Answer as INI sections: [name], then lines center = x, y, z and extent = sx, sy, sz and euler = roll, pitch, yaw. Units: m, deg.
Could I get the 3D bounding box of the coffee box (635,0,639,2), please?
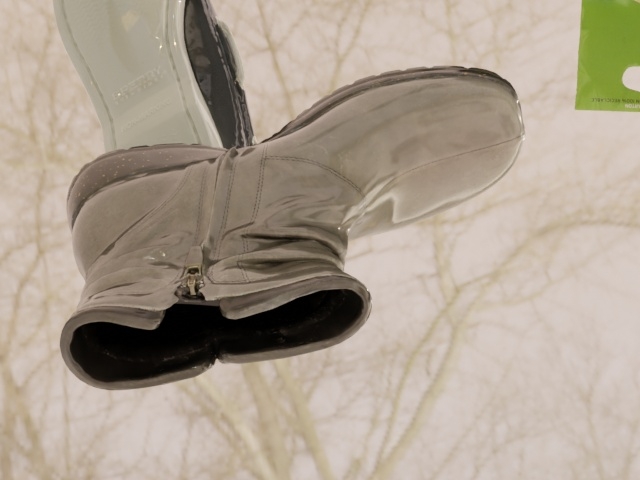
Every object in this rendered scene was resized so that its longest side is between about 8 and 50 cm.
[coffee box]
center = 0.311, -0.348, 0.912
extent = 0.338, 0.338, 0.334
euler = -4, -72, -12

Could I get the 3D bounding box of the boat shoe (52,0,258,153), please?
[boat shoe]
center = -0.116, -0.128, 0.962
extent = 0.114, 0.302, 0.091
euler = -18, -18, 21

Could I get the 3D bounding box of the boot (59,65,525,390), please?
[boot]
center = 0.000, 0.000, 0.619
extent = 0.247, 0.161, 0.083
euler = -15, -61, -6

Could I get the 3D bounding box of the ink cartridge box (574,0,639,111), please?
[ink cartridge box]
center = 0.366, -0.266, 1.397
extent = 0.189, 0.255, 0.097
euler = 3, 0, 11
